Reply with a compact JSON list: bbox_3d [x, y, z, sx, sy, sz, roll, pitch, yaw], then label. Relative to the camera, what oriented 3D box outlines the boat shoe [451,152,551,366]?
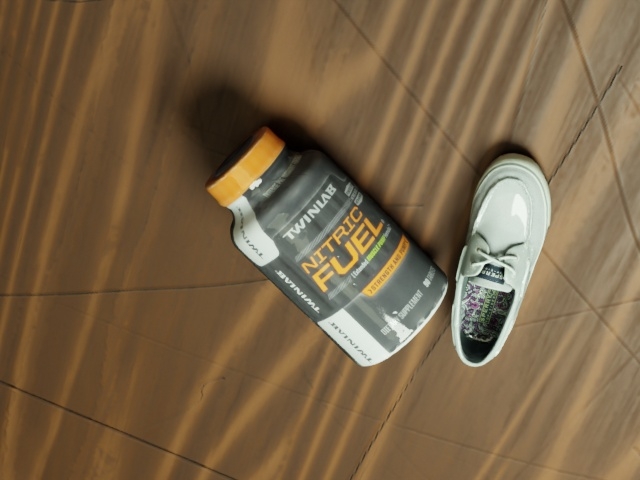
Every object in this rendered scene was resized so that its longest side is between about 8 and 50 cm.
[{"bbox_3d":[0.177,0.027,1.515,0.079,0.081,0.227,13,122,7],"label":"boat shoe"}]

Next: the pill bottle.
[{"bbox_3d":[0.000,0.000,1.518,0.245,0.130,0.130,44,120,-12],"label":"pill bottle"}]
